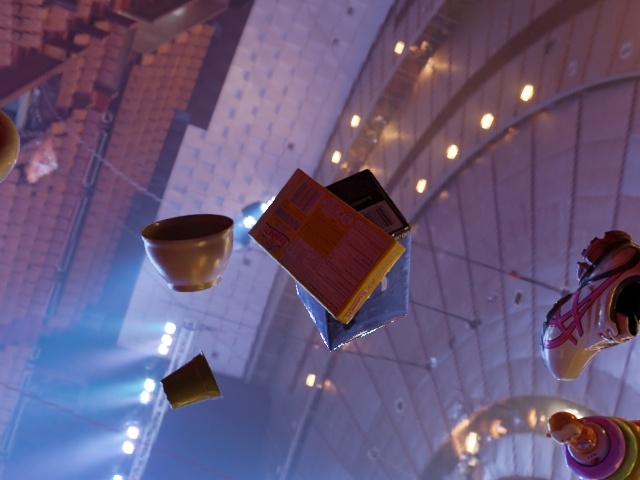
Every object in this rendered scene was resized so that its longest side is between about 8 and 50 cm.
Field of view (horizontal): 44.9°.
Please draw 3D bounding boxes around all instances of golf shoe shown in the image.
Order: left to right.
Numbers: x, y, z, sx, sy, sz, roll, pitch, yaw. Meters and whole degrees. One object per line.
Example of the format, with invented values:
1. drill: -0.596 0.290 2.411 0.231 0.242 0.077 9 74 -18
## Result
1. golf shoe: 0.290 0.085 0.815 0.086 0.067 0.186 -114 -147 -52

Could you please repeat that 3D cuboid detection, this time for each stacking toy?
1. stacking toy: 0.467 0.346 1.281 0.175 0.302 0.165 -34 -138 28

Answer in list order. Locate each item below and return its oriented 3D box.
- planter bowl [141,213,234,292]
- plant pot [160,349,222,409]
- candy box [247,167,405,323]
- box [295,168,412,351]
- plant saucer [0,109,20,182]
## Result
1. planter bowl: -0.229 0.026 1.372 0.162 0.162 0.109 -123 -152 -70
2. plant pot: -0.205 0.226 1.214 0.083 0.079 0.083 59 -15 26
3. candy box: 0.000 0.000 0.889 0.105 0.027 0.206 -54 -137 4
4. box: 0.049 0.040 1.309 0.143 0.165 0.270 58 -14 34
5. plant saucer: -0.513 -0.062 0.773 0.400 0.400 0.100 -103 -161 -61
